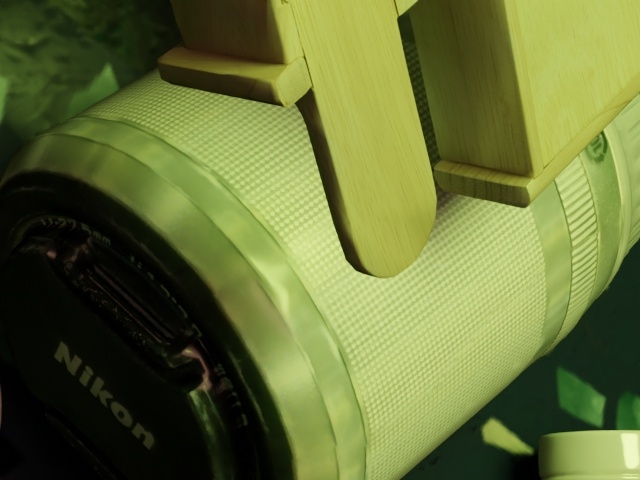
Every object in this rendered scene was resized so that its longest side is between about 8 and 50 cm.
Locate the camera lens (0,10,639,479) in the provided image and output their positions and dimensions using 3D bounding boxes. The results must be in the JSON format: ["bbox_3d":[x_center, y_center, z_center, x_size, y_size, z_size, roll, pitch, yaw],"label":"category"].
[{"bbox_3d":[0.000,0.000,0.758,0.274,0.219,0.219,-35,100,-33],"label":"camera lens"}]

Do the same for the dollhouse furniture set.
[{"bbox_3d":[-0.049,-0.136,0.691,0.303,0.355,0.174,-42,131,-36],"label":"dollhouse furniture set"}]

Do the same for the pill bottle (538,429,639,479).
[{"bbox_3d":[0.163,0.205,0.889,0.108,0.108,0.194,8,76,-31],"label":"pill bottle"}]
